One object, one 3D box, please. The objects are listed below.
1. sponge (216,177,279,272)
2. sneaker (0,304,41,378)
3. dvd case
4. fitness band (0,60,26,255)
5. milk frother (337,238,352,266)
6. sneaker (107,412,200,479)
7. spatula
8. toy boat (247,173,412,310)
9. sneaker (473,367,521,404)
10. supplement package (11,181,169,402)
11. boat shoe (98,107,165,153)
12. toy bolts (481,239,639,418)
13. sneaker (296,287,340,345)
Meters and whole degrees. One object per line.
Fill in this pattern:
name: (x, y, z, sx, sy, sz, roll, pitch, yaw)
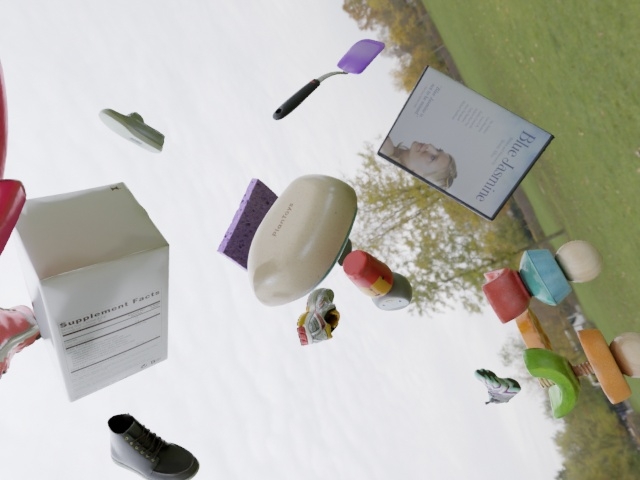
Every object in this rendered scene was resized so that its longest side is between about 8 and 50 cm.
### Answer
sponge: (-0.169, -0.036, 1.099, 0.117, 0.031, 0.210, 42, -115, -46)
sneaker: (-0.622, 0.162, 0.831, 0.314, 0.116, 0.136, -147, 41, -69)
dvd case: (0.254, -0.172, 0.800, 0.253, 0.180, 0.022, 31, -159, 5)
fitness band: (-0.316, -0.081, 0.367, 0.291, 0.054, 0.209, -114, 27, -49)
milk frother: (0.000, 0.000, 1.256, 0.143, 0.134, 0.129, -2, -80, -55)
sneaker: (-0.382, 0.469, 0.991, 0.083, 0.222, 0.118, -64, -20, -58)
spatula: (0.011, -0.341, 0.934, 0.084, 0.296, 0.030, 37, 158, 37)
toy boat: (0.012, 0.027, 0.773, 0.318, 0.267, 0.148, 27, 173, 46)
sneaker: (0.336, 0.295, 0.868, 0.098, 0.069, 0.038, 22, -155, -3)
supplement package: (-0.366, 0.083, 0.722, 0.175, 0.293, 0.177, -19, -130, -36)
boat shoe: (-0.599, -0.366, 1.419, 0.227, 0.079, 0.081, 34, -117, -51)
toy bolts: (0.368, 0.105, 0.662, 0.228, 0.158, 0.218, 59, -155, -3)
sneaker: (0.011, 0.193, 1.129, 0.225, 0.092, 0.088, -66, -35, -63)
